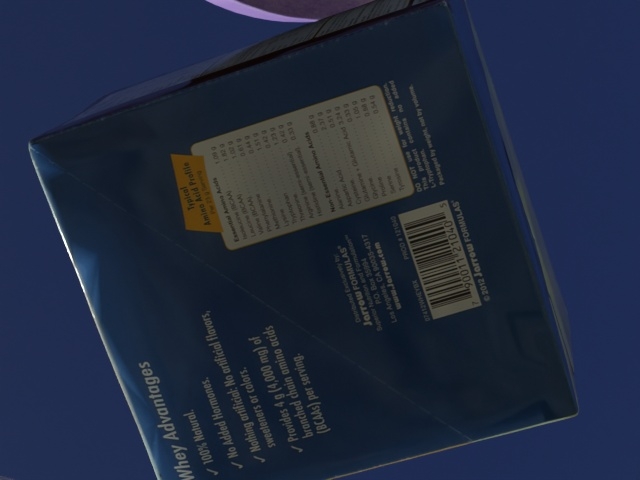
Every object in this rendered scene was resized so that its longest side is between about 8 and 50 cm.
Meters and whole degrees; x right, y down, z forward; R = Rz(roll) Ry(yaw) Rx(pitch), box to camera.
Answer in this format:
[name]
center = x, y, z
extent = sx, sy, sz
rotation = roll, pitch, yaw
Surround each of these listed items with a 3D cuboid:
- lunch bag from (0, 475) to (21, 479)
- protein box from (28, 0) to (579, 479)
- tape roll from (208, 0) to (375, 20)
[lunch bag]
center = -0.260, 0.330, 1.049
extent = 0.243, 0.115, 0.303
rotation = 18, -84, -28
[protein box]
center = 0.000, 0.000, 0.686
extent = 0.201, 0.136, 0.200
rotation = -17, -77, 12
[tape roll]
center = -0.007, -0.270, 0.839
extent = 0.275, 0.090, 0.275
rotation = -2, -81, -11
